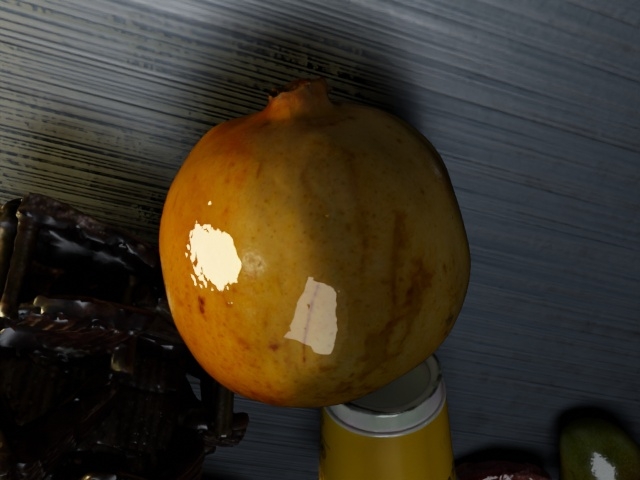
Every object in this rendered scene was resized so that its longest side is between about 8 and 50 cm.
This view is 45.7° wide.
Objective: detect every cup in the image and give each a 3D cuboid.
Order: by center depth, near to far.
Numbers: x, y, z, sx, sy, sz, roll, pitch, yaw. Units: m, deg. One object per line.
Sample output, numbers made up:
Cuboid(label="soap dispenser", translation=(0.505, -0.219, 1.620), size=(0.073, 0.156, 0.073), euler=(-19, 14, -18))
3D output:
Cuboid(label="cup", translation=(0.079, 0.257, 0.903), size=(0.197, 0.196, 0.279), euler=(-6, 123, -2))

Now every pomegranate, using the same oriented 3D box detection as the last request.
Cuboid(label="pomegranate", translation=(0.000, 0.000, 0.616), size=(0.264, 0.264, 0.264), euler=(-4, 131, -4))

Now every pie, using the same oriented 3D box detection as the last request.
Cuboid(label="pie", translation=(0.252, 0.375, 1.100), size=(0.183, 0.049, 0.182), euler=(1, 134, 1))

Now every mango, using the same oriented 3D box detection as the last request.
Cuboid(label="mango", translation=(0.401, 0.345, 1.062), size=(0.133, 0.111, 0.267), euler=(-18, 127, 24))

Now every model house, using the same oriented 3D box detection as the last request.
Cuboid(label="model house", translation=(-0.197, 0.174, 0.681), size=(0.297, 0.282, 0.317), euler=(18, 150, -12))
